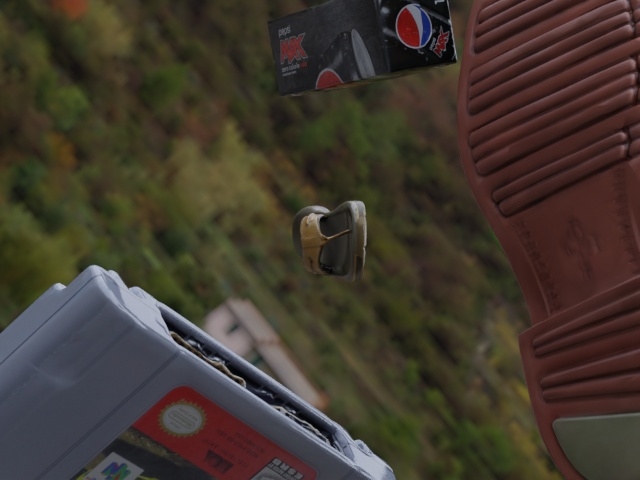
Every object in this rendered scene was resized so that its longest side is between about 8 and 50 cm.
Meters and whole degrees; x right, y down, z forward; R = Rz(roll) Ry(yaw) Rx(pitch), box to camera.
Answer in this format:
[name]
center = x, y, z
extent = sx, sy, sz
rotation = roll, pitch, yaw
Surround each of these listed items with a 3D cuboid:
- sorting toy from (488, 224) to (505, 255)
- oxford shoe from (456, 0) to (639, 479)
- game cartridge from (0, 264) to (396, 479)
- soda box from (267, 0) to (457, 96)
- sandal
[sorting toy]
center = 0.229, 0.006, 1.698
extent = 0.126, 0.127, 0.365
rotation = 57, 11, -75
[oxford shoe]
center = 0.185, -0.026, 1.132
extent = 0.146, 0.140, 0.397
rotation = 16, 63, -47
[game cartridge]
center = -0.105, 0.148, 1.108
extent = 0.294, 0.196, 0.060
rotation = 38, 18, -42
[soda box]
center = 0.025, -0.134, 1.241
extent = 0.169, 0.053, 0.060
rotation = -4, -84, 65
[sandal]
center = 0.000, 0.000, 1.656
extent = 0.180, 0.049, 0.072
rotation = -171, -102, -70
